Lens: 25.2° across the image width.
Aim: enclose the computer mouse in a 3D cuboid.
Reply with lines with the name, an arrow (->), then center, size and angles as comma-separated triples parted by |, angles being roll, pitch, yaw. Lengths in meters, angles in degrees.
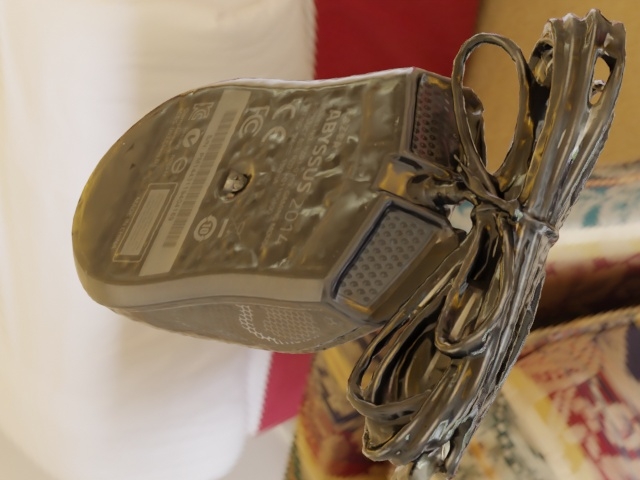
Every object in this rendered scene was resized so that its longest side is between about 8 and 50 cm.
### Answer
computer mouse -> 0.000, 0.000, 0.596 | 0.272, 0.188, 0.072 | 6, 155, 46
